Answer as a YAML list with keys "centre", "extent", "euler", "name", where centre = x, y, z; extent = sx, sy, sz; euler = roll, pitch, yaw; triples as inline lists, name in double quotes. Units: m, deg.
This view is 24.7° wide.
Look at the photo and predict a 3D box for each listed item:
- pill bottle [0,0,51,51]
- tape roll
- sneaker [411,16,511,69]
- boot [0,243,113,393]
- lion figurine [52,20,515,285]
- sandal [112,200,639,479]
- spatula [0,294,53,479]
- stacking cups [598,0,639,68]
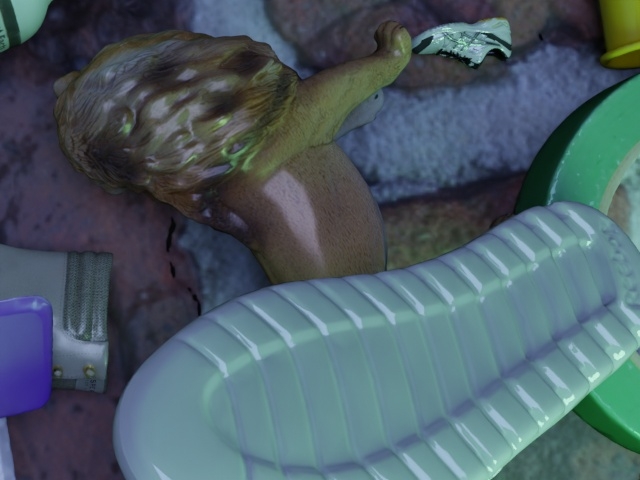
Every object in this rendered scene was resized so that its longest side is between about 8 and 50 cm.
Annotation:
- centre: [-0.284, -0.188, 0.989]
  extent: [0.278, 0.162, 0.162]
  euler: [-24, 90, -13]
  name: "pill bottle"
- centre: [0.311, 0.016, 1.138]
  extent: [0.321, 0.077, 0.321]
  euler: [1, 85, -11]
  name: "tape roll"
- centre: [0.111, -0.150, 1.133]
  extent: [0.083, 0.032, 0.037]
  euler: [-11, 87, -12]
  name: "sneaker"
- centre: [-0.232, 0.100, 1.021]
  extent: [0.165, 0.077, 0.213]
  euler: [10, 83, -13]
  name: "boot"
- centre: [0.000, 0.000, 1.035]
  extent: [0.240, 0.142, 0.392]
  euler: [-32, 84, -26]
  name: "lion figurine"
- centre: [0.057, 0.097, 0.937]
  extent: [0.416, 0.102, 0.169]
  euler: [-18, 69, -32]
  name: "sandal"
- centre: [-0.215, 0.177, 0.989]
  extent: [0.084, 0.030, 0.296]
  euler: [-7, 108, -19]
  name: "spatula"
- centre: [0.240, -0.298, 1.140]
  extent: [0.096, 0.096, 0.316]
  euler: [-8, 87, -12]
  name: "stacking cups"
